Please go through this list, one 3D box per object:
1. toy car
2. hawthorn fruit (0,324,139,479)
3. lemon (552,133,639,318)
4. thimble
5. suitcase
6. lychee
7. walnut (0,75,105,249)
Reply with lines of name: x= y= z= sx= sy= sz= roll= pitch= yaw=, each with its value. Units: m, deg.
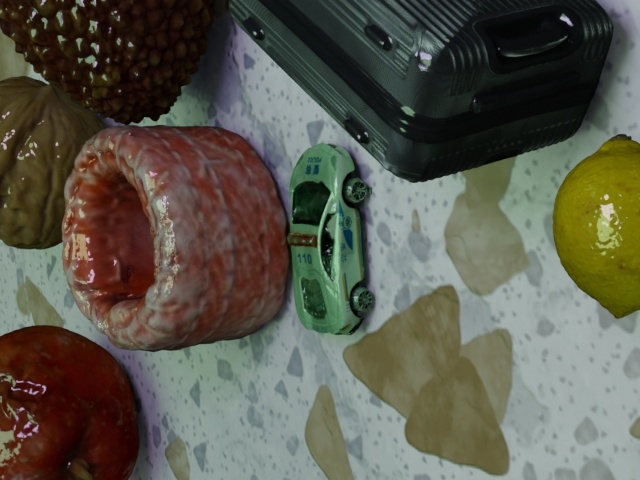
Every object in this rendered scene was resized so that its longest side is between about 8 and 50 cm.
toy car: x=0.000 y=0.000 z=1.255 sx=0.093 sy=0.058 sz=0.186 roll=6 pitch=102 yaw=53
hawthorn fruit: x=-0.318 y=0.240 z=1.560 sx=0.272 sy=0.242 sz=0.241 roll=36 pitch=123 yaw=43
lemon: x=0.220 y=-0.011 z=0.933 sx=0.109 sy=0.109 sz=0.133 roll=-6 pitch=86 yaw=52
thimble: x=-0.151 y=-0.001 z=1.366 sx=0.239 sy=0.162 sz=0.239 roll=10 pitch=103 yaw=47
suitcase: x=0.064 y=-0.183 z=1.027 sx=0.312 sy=0.202 sz=0.128 roll=47 pitch=141 yaw=35
lychee: x=-0.217 y=-0.248 z=1.343 sx=0.271 sy=0.271 sz=0.271 roll=13 pitch=106 yaw=50
walnut: x=-0.349 y=-0.097 z=1.580 sx=0.213 sy=0.213 sz=0.213 roll=13 pitch=106 yaw=50
